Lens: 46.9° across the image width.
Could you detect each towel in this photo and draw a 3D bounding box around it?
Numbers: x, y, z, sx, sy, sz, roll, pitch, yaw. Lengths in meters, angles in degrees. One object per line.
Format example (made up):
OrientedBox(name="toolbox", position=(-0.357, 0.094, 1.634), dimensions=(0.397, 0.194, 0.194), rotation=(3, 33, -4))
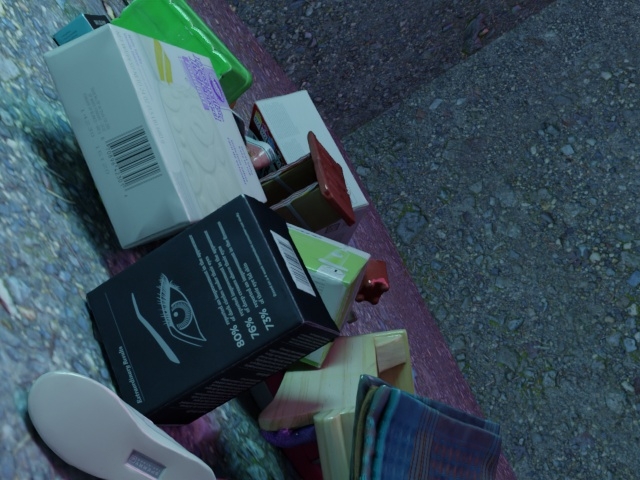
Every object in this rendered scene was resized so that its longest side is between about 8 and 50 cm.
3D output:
OrientedBox(name="towel", position=(0.095, 0.326, 0.651), dimensions=(0.271, 0.040, 0.370), rotation=(31, 59, -50))

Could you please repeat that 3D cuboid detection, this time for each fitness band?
OrientedBox(name="fitness band", position=(-0.028, 0.234, 1.093), dimensions=(0.291, 0.054, 0.209), rotation=(60, 11, 5))

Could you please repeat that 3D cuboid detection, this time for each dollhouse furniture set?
OrientedBox(name="dollhouse furniture set", position=(0.000, 0.000, 1.396), dimensions=(0.374, 0.201, 0.152), rotation=(49, 21, -45))

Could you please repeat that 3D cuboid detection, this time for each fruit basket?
OrientedBox(name="fruit basket", position=(-0.257, -0.304, 1.345), dimensions=(0.327, 0.165, 0.353), rotation=(48, -8, -4))

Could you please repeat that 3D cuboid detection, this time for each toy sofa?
OrientedBox(name="toy sofa", position=(0.040, 0.227, 0.912), dimensions=(0.362, 0.177, 0.150), rotation=(-66, 147, -84))

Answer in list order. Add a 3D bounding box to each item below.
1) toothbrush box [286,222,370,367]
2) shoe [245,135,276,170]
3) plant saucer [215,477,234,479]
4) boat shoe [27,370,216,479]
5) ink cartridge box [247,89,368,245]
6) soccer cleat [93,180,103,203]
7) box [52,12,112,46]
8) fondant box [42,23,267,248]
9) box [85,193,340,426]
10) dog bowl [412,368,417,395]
OrientedBox(name="toothbrush box", position=(-0.054, 0.054, 1.044), dimensions=(0.206, 0.122, 0.283), rotation=(20, 10, 6))
OrientedBox(name="shoe", position=(-0.168, -0.174, 1.561), dimensions=(0.178, 0.081, 0.063), rotation=(20, -41, 58))
OrientedBox(name="plant saucer", position=(-0.026, 0.366, 0.675), dimensions=(0.332, 0.084, 0.332), rotation=(56, 11, -17))
OrientedBox(name="boat shoe", position=(-0.170, 0.171, 0.635), dimensions=(0.184, 0.066, 0.063), rotation=(34, -17, -21))
OrientedBox(name="ink cartridge box", position=(-0.048, -0.117, 1.624), dimensions=(0.309, 0.130, 0.272), rotation=(63, -24, 22))
OrientedBox(name="soccer cleat", position=(-0.270, -0.104, 0.968), dimensions=(0.072, 0.060, 0.179), rotation=(59, 12, -56))
OrientedBox(name="box", position=(-0.298, -0.228, 1.139), dimensions=(0.244, 0.060, 0.100), rotation=(56, 12, -11))
OrientedBox(name="fondant box", position=(-0.195, -0.133, 0.969), dimensions=(0.330, 0.096, 0.238), rotation=(-35, 103, -78))
OrientedBox(name="box", position=(-0.111, 0.077, 0.759), dimensions=(0.153, 0.207, 0.108), rotation=(64, 12, 22))
OrientedBox(name="dog bowl", position=(0.116, 0.315, 1.245), dimensions=(0.297, 0.166, 0.074), rotation=(55, 23, -17))
